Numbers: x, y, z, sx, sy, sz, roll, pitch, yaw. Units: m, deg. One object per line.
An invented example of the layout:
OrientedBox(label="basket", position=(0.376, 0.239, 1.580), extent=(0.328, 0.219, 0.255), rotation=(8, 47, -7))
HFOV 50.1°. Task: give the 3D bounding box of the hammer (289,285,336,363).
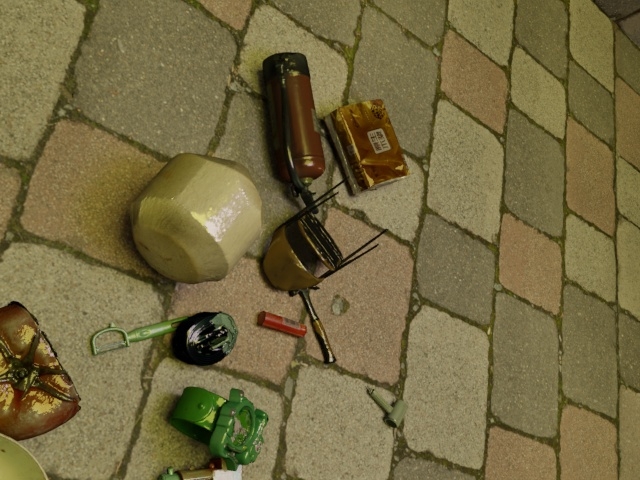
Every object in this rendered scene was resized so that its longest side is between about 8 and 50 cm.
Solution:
OrientedBox(label="hammer", position=(-0.006, 0.191, 1.591), extent=(0.078, 0.021, 0.200), rotation=(-24, 93, -41))

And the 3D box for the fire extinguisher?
OrientedBox(label="fire extinguisher", position=(-0.074, -0.252, 1.593), extent=(0.200, 0.113, 0.375), rotation=(3, 75, -58))

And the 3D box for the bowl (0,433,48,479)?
OrientedBox(label="bowl", position=(-0.550, 0.416, 1.000), extent=(0.277, 0.145, 0.276), rotation=(12, 71, -38))

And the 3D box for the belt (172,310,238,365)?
OrientedBox(label="belt", position=(-0.228, 0.197, 1.375), extent=(0.140, 0.058, 0.105), rotation=(-27, 106, -44))

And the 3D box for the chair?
OrientedBox(label="chair", position=(0.000, 0.000, 1.550), extent=(0.158, 0.247, 0.172), rotation=(53, 23, -6))

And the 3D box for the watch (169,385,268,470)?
OrientedBox(label="watch", position=(-0.203, 0.356, 1.307), extent=(0.165, 0.152, 0.131), rotation=(60, 42, -47))

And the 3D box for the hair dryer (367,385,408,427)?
OrientedBox(label="hair dryer", position=(0.155, 0.392, 1.660), extent=(0.124, 0.038, 0.063), rotation=(46, 51, -10))

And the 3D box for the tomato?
OrientedBox(label="tomato", position=(-0.500, 0.225, 1.082), extent=(0.155, 0.181, 0.214), rotation=(-34, 96, -33))

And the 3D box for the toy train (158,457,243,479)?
OrientedBox(label="toy train", position=(-0.231, 0.474, 1.297), extent=(0.176, 0.074, 0.118), rotation=(6, 63, -33))

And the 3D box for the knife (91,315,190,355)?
OrientedBox(label="knife", position=(-0.344, 0.171, 1.326), extent=(0.212, 0.015, 0.054), rotation=(-11, 82, -40))

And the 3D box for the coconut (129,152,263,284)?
OrientedBox(label="coconut", position=(-0.232, -0.057, 1.341), extent=(0.237, 0.237, 0.266), rotation=(51, 52, -16))

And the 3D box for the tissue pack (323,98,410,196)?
OrientedBox(label="tissue pack", position=(0.122, -0.243, 1.780), extent=(0.183, 0.092, 0.226), rotation=(-22, 89, -40))

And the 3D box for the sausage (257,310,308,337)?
OrientedBox(label="sausage", position=(-0.079, 0.189, 1.524), extent=(0.130, 0.034, 0.034), rotation=(22, 64, -33))
